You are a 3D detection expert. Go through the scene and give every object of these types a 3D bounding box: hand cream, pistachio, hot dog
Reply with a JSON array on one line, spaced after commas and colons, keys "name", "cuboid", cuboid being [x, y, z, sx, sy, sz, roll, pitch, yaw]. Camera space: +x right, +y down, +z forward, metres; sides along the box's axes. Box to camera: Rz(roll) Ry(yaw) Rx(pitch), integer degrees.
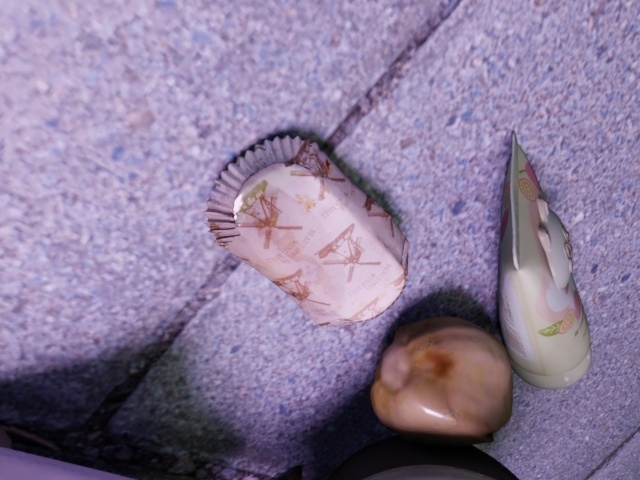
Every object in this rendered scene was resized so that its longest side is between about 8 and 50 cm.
[{"name": "hand cream", "cuboid": [0.215, 0.049, 0.549, 0.093, 0.147, 0.306, -6, 139, 27]}, {"name": "pistachio", "cuboid": [0.135, 0.147, 0.551, 0.129, 0.131, 0.206, -48, 140, 18]}, {"name": "hot dog", "cuboid": [0.000, 0.000, 0.424, 0.108, 0.059, 0.191, -45, 128, 2]}]

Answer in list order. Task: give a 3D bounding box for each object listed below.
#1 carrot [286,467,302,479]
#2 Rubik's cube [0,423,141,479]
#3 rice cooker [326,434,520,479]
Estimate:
[{"name": "carrot", "cuboid": [-0.054, 0.328, 0.520, 0.049, 0.254, 0.049, 7, 122, 12]}, {"name": "Rubik's cube", "cuboid": [-0.233, 0.315, 0.304, 0.368, 0.387, 0.358, 6, 126, 17]}, {"name": "rice cooker", "cuboid": [0.105, 0.327, 0.486, 0.288, 0.288, 0.277, -37, 168, -2]}]
